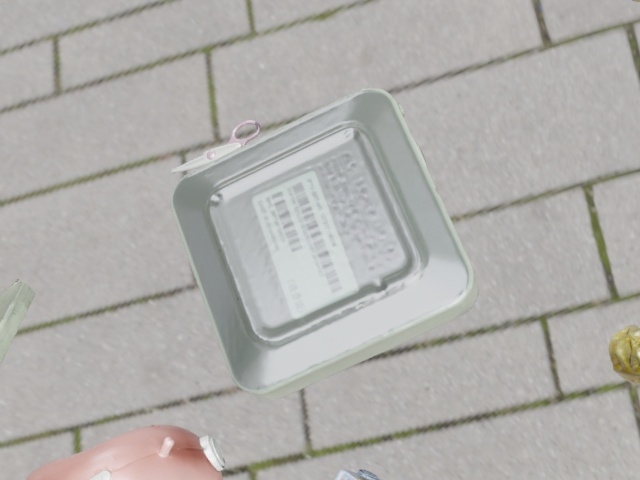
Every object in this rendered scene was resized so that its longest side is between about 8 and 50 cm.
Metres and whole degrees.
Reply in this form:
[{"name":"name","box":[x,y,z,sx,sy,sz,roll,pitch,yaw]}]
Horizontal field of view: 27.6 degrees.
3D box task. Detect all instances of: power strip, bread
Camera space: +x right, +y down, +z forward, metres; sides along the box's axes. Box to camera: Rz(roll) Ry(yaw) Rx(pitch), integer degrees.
[{"name":"power strip","box":[-0.441,0.133,1.734,0.080,0.029,0.227,-23,33,31]},{"name":"bread","box":[0.482,0.152,1.594,0.077,0.367,0.084,-16,96,-25]}]

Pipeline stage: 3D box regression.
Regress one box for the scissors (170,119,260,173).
[{"name":"scissors","box":[-0.174,-0.143,2.183,0.176,0.022,0.085,-18,67,21]}]

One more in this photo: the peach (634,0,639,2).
[{"name":"peach","box":[0.198,-0.223,0.679,0.233,0.232,0.232,-7,66,17]}]

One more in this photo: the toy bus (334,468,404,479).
[{"name":"toy bus","box":[0.084,0.317,1.516,0.075,0.190,0.064,30,93,40]}]

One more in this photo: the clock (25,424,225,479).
[{"name":"clock","box":[-0.230,0.304,1.577,0.241,0.227,0.142,-31,61,2]}]

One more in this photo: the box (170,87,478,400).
[{"name":"box","box":[0.000,0.000,1.853,0.373,0.090,0.367,-26,66,8]}]
